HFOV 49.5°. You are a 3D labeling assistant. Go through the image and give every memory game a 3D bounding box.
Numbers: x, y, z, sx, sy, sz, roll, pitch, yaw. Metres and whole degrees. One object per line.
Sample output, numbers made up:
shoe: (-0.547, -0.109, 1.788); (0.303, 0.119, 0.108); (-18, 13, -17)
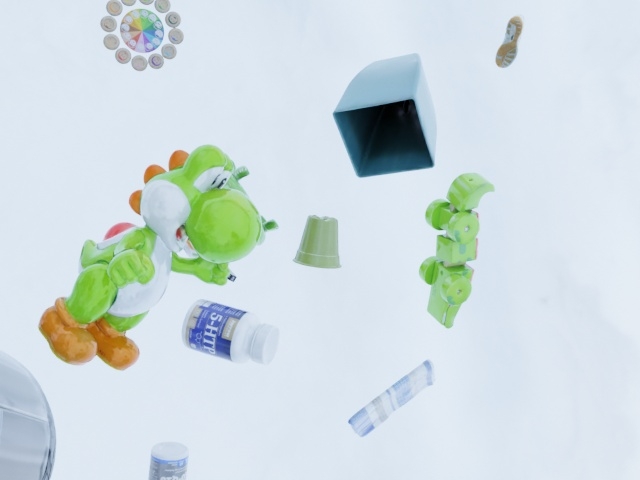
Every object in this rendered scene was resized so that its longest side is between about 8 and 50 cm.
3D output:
memory game: (-0.405, -0.479, 1.579); (0.186, 0.012, 0.186); (-3, 101, -17)

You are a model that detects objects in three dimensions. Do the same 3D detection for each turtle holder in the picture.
turtle holder: (-0.274, -0.072, 1.777); (0.227, 0.320, 0.243); (-32, 128, -11)

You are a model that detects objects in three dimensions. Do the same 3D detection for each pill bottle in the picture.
pill bottle: (-0.187, 0.198, 1.466); (0.187, 0.112, 0.112); (13, 92, 18)
pill bottle: (-0.316, 0.493, 1.430); (0.078, 0.078, 0.137); (6, 96, -4)

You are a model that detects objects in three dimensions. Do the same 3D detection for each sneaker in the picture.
sneaker: (0.294, -0.305, 1.063); (0.032, 0.037, 0.083); (25, 130, 12)

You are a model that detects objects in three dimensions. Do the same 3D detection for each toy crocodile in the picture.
toy crocodile: (0.285, 0.024, 1.460); (0.105, 0.115, 0.340); (-5, 112, -24)

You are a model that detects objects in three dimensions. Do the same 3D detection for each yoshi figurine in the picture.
yoshi figurine: (-0.221, 0.037, 1.008); (0.203, 0.203, 0.362); (36, 92, -24)

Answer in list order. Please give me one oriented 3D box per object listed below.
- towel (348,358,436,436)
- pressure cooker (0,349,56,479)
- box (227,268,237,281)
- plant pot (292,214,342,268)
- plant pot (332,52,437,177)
towel: (0.205, 0.443, 1.936); (0.285, 0.209, 0.034); (-35, 64, -8)
pressure cooker: (-0.588, 0.304, 0.984); (0.375, 0.420, 0.370); (37, 74, 14)
box: (-0.277, 0.079, 1.907); (0.083, 0.067, 0.018); (30, 96, -38)
plant pot: (0.000, 0.000, 1.151); (0.083, 0.083, 0.079); (8, 98, -4)
plant pot: (0.149, -0.273, 1.430); (0.166, 0.234, 0.165); (-6, 131, 23)
